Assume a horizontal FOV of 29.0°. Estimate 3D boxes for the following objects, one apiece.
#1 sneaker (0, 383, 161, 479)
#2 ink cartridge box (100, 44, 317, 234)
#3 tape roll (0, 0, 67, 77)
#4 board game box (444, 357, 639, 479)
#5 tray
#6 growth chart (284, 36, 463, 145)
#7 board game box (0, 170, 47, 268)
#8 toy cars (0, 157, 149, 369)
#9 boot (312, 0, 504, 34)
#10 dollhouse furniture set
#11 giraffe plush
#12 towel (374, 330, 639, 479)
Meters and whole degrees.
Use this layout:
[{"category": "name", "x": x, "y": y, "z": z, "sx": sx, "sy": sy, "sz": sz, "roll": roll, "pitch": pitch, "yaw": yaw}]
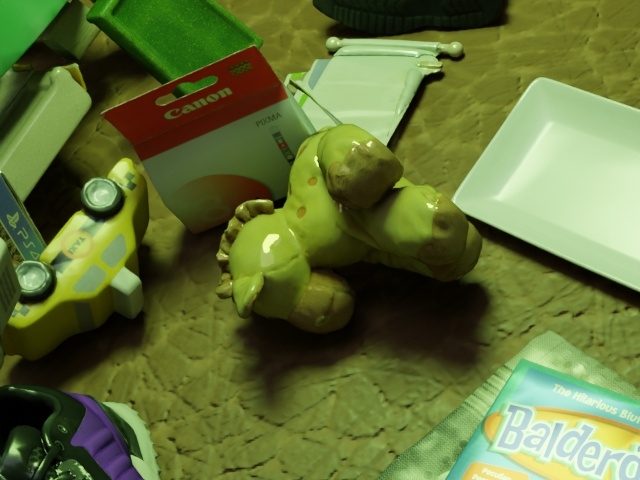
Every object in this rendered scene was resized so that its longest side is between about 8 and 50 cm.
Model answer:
[{"category": "sneaker", "x": -0.158, "y": 0.194, "z": 0.822, "sx": 0.102, "sy": 0.146, "sz": 0.293, "roll": -52, "pitch": 42, "yaw": 4}, {"category": "ink cartridge box", "x": -0.081, "y": -0.080, "z": 1.054, "sx": 0.145, "sy": 0.179, "sz": 0.045, "roll": -22, "pitch": 64, "yaw": 10}, {"category": "tape roll", "x": -0.382, "y": -0.200, "z": 1.271, "sx": 0.321, "sy": 0.077, "sz": 0.321, "roll": -35, "pitch": 26, "yaw": 20}, {"category": "board game box", "x": 0.144, "y": 0.185, "z": 0.745, "sx": 0.160, "sy": 0.047, "sz": 0.210, "roll": 18, "pitch": 57, "yaw": 33}, {"category": "tray", "x": 0.248, "y": -0.034, "z": 0.991, "sx": 0.270, "sy": 0.030, "sz": 0.145, "roll": 27, "pitch": 78, "yaw": 38}, {"category": "growth chart", "x": 0.015, "y": -0.126, "z": 1.194, "sx": 0.172, "sy": 0.021, "sz": 0.237, "roll": 11, "pitch": 51, "yaw": 29}, {"category": "board game box", "x": -0.414, "y": 0.063, "z": 1.068, "sx": 0.232, "sy": 0.141, "sz": 0.291, "roll": 14, "pitch": 53, "yaw": 31}, {"category": "toy cars", "x": -0.227, "y": 0.057, "z": 0.963, "sx": 0.087, "sy": 0.176, "sz": 0.394, "roll": 31, "pitch": 24, "yaw": 11}, {"category": "boot", "x": 0.098, "y": -0.282, "z": 1.294, "sx": 0.198, "sy": 0.077, "sz": 0.137, "roll": 8, "pitch": 44, "yaw": 9}, {"category": "dollhouse furniture set", "x": -0.233, "y": -0.128, "z": 1.247, "sx": 0.301, "sy": 0.151, "sz": 0.197, "roll": -57, "pitch": 29, "yaw": -11}, {"category": "giraffe plush", "x": 0.000, "y": 0.000, "z": 0.983, "sx": 0.210, "sy": 0.181, "sz": 0.170, "roll": 40, "pitch": 91, "yaw": 19}, {"category": "towel", "x": 0.151, "y": 0.233, "z": 0.771, "sx": 0.312, "sy": 0.056, "sz": 0.324, "roll": -38, "pitch": 48, "yaw": -15}]
